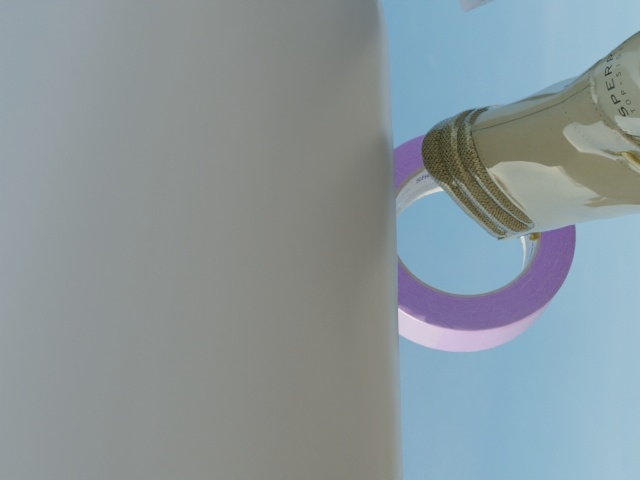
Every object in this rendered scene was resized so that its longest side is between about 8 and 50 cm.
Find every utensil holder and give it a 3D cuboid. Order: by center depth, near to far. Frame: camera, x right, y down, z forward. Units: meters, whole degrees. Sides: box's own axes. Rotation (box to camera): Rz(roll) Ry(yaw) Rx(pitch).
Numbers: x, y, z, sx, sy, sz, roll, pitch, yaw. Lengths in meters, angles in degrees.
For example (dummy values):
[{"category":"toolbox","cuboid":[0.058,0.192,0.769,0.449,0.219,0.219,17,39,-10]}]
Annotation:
[{"category":"utensil holder","cuboid":[-0.108,0.030,0.495,0.327,0.328,0.385,40,-135,-49]}]

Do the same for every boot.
[{"category":"boot","cuboid":[0.218,-0.047,0.557,0.262,0.203,0.095,14,-111,-36]}]

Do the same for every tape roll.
[{"category":"tape roll","cuboid":[0.177,-0.002,1.097,0.090,0.275,0.274,89,-161,-67]}]

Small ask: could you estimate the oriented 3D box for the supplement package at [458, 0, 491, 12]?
[{"category":"supplement package","cuboid":[0.139,-0.274,0.518,0.262,0.145,0.204,-96,-16,-82]}]
